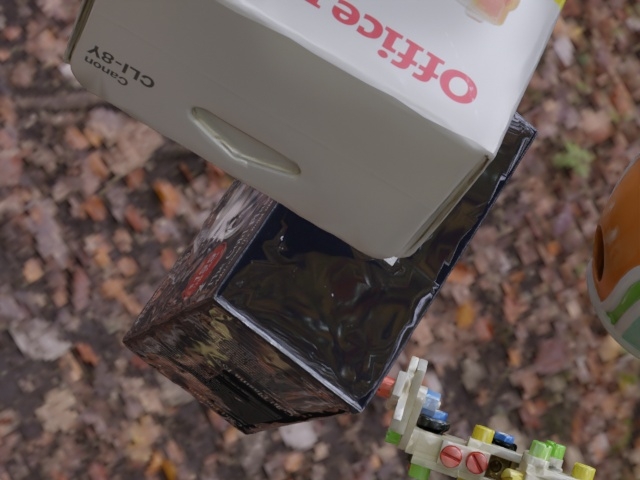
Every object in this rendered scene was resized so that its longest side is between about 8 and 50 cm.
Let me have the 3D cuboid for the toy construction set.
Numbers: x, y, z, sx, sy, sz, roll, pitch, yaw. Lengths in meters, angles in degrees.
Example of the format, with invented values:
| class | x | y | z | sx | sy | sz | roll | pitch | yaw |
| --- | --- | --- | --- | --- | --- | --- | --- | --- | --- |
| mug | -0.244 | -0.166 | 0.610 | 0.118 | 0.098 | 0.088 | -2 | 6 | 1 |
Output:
| class | x | y | z | sx | sy | sz | roll | pitch | yaw |
| --- | --- | --- | --- | --- | --- | --- | --- | --- | --- |
| toy construction set | 0.207 | 0.291 | 2.104 | 0.328 | 0.151 | 0.215 | 33 | 1 | 2 |

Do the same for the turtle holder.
| class | x | y | z | sx | sy | sz | roll | pitch | yaw |
| --- | --- | --- | --- | --- | --- | --- | --- | --- | --- |
| turtle holder | 0.400 | 0.020 | 1.472 | 0.320 | 0.227 | 0.243 | 11 | 48 | -46 |

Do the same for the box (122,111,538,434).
| class | x | y | z | sx | sy | sz | roll | pitch | yaw |
| --- | --- | --- | --- | --- | --- | --- | --- | --- | --- |
| box | 0.000 | 0.000 | 1.547 | 0.179 | 0.312 | 0.343 | 38 | 67 | -11 |

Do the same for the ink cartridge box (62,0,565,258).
| class | x | y | z | sx | sy | sz | roll | pitch | yaw |
| --- | --- | --- | --- | --- | --- | --- | --- | --- | --- |
| ink cartridge box | 0.038 | -0.221 | 1.094 | 0.279 | 0.160 | 0.384 | 30 | 57 | -4 |
